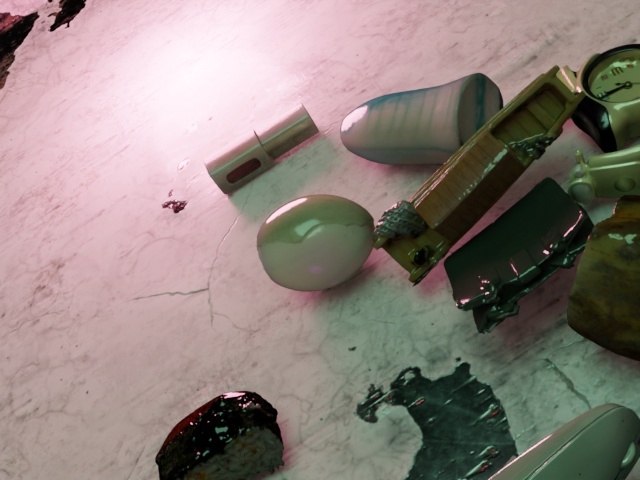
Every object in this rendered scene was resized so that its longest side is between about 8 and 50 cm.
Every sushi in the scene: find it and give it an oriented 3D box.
[{"bbox_3d":[-0.175,0.362,1.704,0.225,0.136,0.126,-30,38,13],"label":"sushi"}]

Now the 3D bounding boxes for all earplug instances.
[{"bbox_3d":[0.180,-0.219,1.944,0.324,0.185,0.185,0,55,39],"label":"earplug"}]

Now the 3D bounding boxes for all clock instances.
[{"bbox_3d":[0.539,-0.193,1.741,0.276,0.120,0.379,-22,43,10],"label":"clock"}]

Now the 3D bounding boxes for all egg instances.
[{"bbox_3d":[0.000,0.000,1.847,0.217,0.183,0.183,-22,47,27],"label":"egg"}]

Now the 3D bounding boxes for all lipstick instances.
[{"bbox_3d":[-0.128,-0.203,2.157,0.253,0.079,0.077,-31,45,4],"label":"lipstick"}]

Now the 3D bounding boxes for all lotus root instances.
[{"bbox_3d":[0.555,0.079,1.431,0.346,0.250,0.250,20,68,38],"label":"lotus root"}]

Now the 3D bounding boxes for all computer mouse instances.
[{"bbox_3d":[0.327,0.343,1.336,0.288,0.159,0.097,-33,40,1],"label":"computer mouse"}]

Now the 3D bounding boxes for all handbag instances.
[{"bbox_3d":[0.327,0.020,1.617,0.247,0.079,0.260,-39,12,12],"label":"handbag"}]

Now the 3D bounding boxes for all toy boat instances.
[{"bbox_3d":[0.270,-0.117,1.717,0.136,0.162,0.445,44,100,1],"label":"toy boat"}]

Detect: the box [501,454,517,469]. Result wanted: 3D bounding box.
[{"bbox_3d":[0.332,0.420,1.419,0.123,0.050,0.229,-48,46,-10],"label":"box"}]
